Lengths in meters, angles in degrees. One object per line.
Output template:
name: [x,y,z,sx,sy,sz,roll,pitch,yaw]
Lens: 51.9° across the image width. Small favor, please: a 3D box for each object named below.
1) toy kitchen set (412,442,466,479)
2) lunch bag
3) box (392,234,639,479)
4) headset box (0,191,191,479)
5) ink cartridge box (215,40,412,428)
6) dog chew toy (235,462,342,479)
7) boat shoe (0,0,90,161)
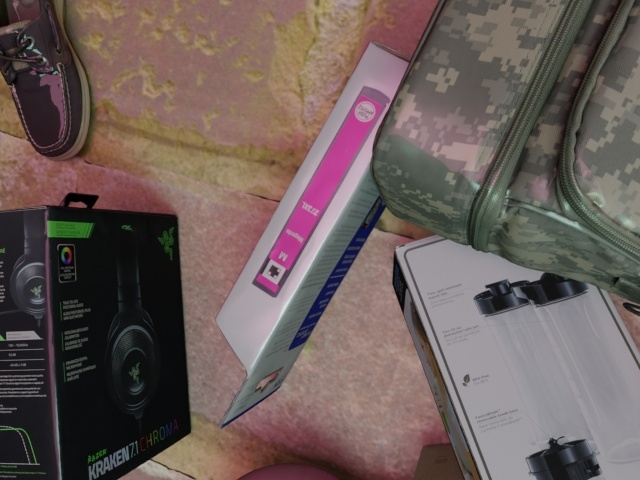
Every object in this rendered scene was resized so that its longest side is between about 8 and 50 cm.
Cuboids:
toy kitchen set: [0.209,0.285,0.631,0.207,0.122,0.165,-11,87,14]
lunch bag: [0.215,-0.117,0.505,0.256,0.212,0.305,26,84,14]
box: [0.187,0.122,0.584,0.169,0.087,0.289,-17,64,-3]
headset box: [-0.253,0.093,0.687,0.131,0.246,0.282,-4,88,15]
ink cartridge box: [0.000,0.000,0.656,0.069,0.176,0.370,29,97,13]
dog chew toy: [0.045,0.345,0.642,0.332,0.206,0.206,13,93,6]
boat shoe: [-0.352,-0.237,0.789,0.103,0.092,0.285,-10,88,14]
